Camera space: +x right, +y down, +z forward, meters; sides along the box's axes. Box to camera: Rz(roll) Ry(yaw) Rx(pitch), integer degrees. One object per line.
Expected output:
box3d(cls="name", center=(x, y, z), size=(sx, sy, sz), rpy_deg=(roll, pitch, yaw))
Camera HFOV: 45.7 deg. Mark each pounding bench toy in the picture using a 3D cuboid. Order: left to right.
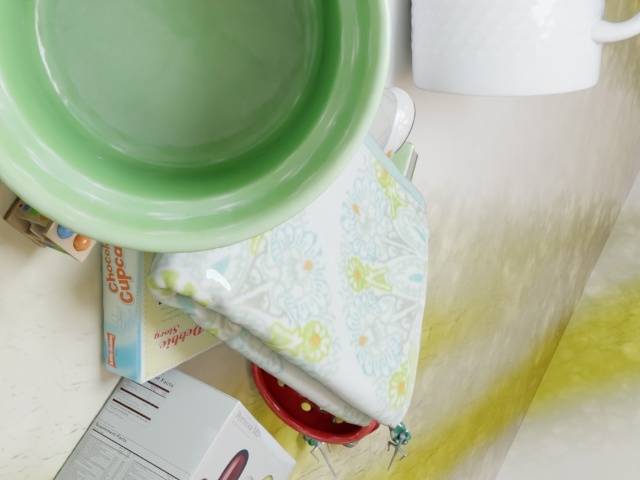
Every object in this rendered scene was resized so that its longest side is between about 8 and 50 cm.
box3d(cls="pounding bench toy", center=(-0.222, -0.012, 0.679), size=(0.052, 0.065, 0.083), rpy_deg=(-62, 149, -18))

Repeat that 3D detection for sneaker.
box3d(cls="sneaker", center=(0.032, -0.098, 1.055), size=(0.121, 0.099, 0.262), rpy_deg=(13, 96, -41))

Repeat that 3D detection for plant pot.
box3d(cls="plant pot", center=(0.026, 0.155, 1.058), size=(0.174, 0.191, 0.191), rpy_deg=(-48, 142, -46))

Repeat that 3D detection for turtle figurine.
box3d(cls="turtle figurine", center=(0.050, 0.283, 1.241), size=(0.175, 0.118, 0.234), rpy_deg=(-10, 119, -12))

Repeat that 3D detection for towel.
box3d(cls="towel", center=(0.000, 0.000, 0.853), size=(0.374, 0.090, 0.320), rpy_deg=(41, 48, -37))

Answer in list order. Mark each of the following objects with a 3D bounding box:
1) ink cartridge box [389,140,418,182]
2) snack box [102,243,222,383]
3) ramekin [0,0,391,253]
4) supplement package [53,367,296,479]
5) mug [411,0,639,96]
box3d(cls="ink cartridge box", center=(0.109, -0.071, 1.216), size=(0.235, 0.056, 0.171), rpy_deg=(-25, 130, -82))
box3d(cls="snack box", center=(-0.111, 0.018, 0.883), size=(0.322, 0.060, 0.187), rpy_deg=(-22, 122, -54))
box3d(cls="ramekin", center=(-0.110, -0.156, 0.570), size=(0.148, 0.303, 0.303), rpy_deg=(-112, -152, -72))
box3d(cls="supplement package", center=(-0.162, 0.274, 0.842), size=(0.203, 0.149, 0.194), rpy_deg=(-58, 147, -22))
box3d(cls="mug", center=(0.307, -0.385, 1.067), size=(0.276, 0.374, 0.328), rpy_deg=(-25, 120, -46))
